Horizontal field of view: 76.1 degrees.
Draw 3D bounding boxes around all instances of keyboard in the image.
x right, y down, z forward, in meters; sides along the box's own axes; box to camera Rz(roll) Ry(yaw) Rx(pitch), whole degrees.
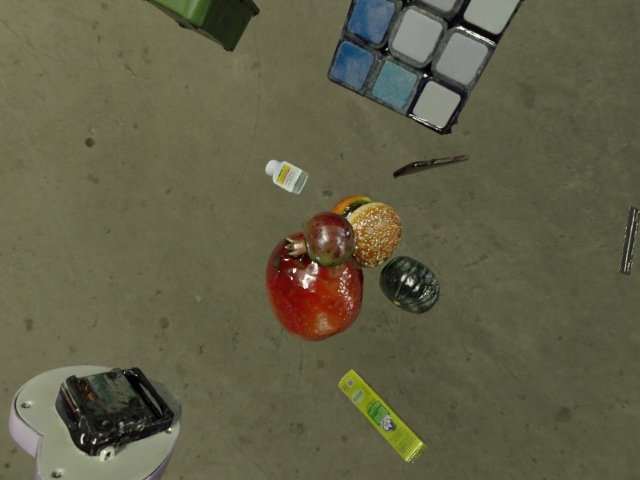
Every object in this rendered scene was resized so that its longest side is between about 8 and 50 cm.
[{"bbox_3d":[0.895,0.001,1.184,0.063,0.010,0.198,10,89,-29],"label":"keyboard"}]

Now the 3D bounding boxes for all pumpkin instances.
[{"bbox_3d":[0.309,0.158,1.428,0.220,0.220,0.162,40,80,-3],"label":"pumpkin"}]

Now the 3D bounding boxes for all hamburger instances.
[{"bbox_3d":[0.170,-0.031,1.588,0.291,0.225,0.291,-13,119,-24],"label":"hamburger"}]

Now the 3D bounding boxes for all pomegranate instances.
[{"bbox_3d":[0.002,-0.007,0.940,0.159,0.129,0.129,15,100,24],"label":"pomegranate"}]

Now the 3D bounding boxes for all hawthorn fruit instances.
[{"bbox_3d":[-0.028,0.105,1.123,0.284,0.285,0.369,-16,140,5],"label":"hawthorn fruit"}]

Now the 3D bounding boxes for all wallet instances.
[{"bbox_3d":[0.391,-0.265,1.422,0.255,0.137,0.031,-15,91,-22],"label":"wallet"}]

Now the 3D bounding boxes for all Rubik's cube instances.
[{"bbox_3d":[0.265,-0.529,1.032,0.363,0.359,0.362,29,130,7],"label":"Rubik's cube"}]

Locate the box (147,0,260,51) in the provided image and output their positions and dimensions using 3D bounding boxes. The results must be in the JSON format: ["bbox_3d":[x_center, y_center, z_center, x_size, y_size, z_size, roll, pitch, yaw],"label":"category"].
[{"bbox_3d":[-0.343,-0.675,1.137,0.252,0.329,0.178,31,102,3],"label":"box"}]

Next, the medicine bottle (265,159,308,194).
[{"bbox_3d":[-0.103,-0.192,1.204,0.118,0.055,0.074,32,100,26],"label":"medicine bottle"}]

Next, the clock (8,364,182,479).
[{"bbox_3d":[-0.237,0.200,0.468,0.198,0.172,0.064,32,109,35],"label":"clock"}]

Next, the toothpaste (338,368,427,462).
[{"bbox_3d":[0.198,0.566,1.335,0.077,0.110,0.327,-46,54,-7],"label":"toothpaste"}]
